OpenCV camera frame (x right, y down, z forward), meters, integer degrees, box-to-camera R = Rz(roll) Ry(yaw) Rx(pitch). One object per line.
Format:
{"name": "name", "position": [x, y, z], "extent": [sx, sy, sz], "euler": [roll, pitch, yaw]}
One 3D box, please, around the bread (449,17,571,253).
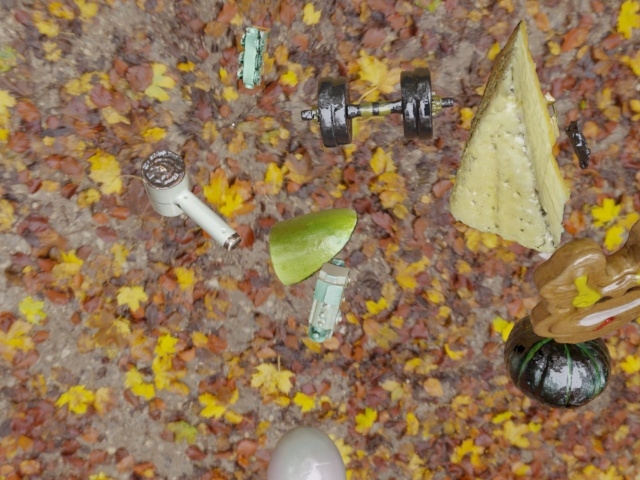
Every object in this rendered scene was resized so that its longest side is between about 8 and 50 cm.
{"name": "bread", "position": [0.397, -0.175, 1.005], "extent": [0.278, 0.315, 0.248], "euler": [29, 53, 7]}

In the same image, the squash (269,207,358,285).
{"name": "squash", "position": [0.000, 0.000, 1.863], "extent": [0.308, 0.234, 0.210], "euler": [-11, 129, 16]}

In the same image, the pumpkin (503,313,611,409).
{"name": "pumpkin", "position": [0.689, 0.335, 1.591], "extent": [0.314, 0.315, 0.239], "euler": [-3, 123, -8]}

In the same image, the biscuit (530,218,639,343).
{"name": "biscuit", "position": [0.345, 0.065, 0.654], "extent": [0.185, 0.044, 0.295], "euler": [-21, 147, 12]}

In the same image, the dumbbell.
{"name": "dumbbell", "position": [0.141, -0.337, 1.386], "extent": [0.387, 0.185, 0.185], "euler": [-3, 103, 9]}

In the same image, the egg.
{"name": "egg", "position": [-0.017, 0.304, 0.688], "extent": [0.103, 0.103, 0.135], "euler": [-3, 90, -9]}

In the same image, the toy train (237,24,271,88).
{"name": "toy train", "position": [-0.195, -0.547, 1.620], "extent": [0.074, 0.118, 0.176], "euler": [13, 120, 9]}

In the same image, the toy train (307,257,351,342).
{"name": "toy train", "position": [0.014, 0.138, 1.210], "extent": [0.080, 0.125, 0.194], "euler": [15, 110, 6]}

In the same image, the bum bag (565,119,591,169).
{"name": "bum bag", "position": [0.622, -0.234, 1.307], "extent": [0.034, 0.058, 0.125], "euler": [-15, 73, 1]}

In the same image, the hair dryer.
{"name": "hair dryer", "position": [-0.358, -0.087, 1.569], "extent": [0.362, 0.203, 0.128], "euler": [41, 69, 7]}
